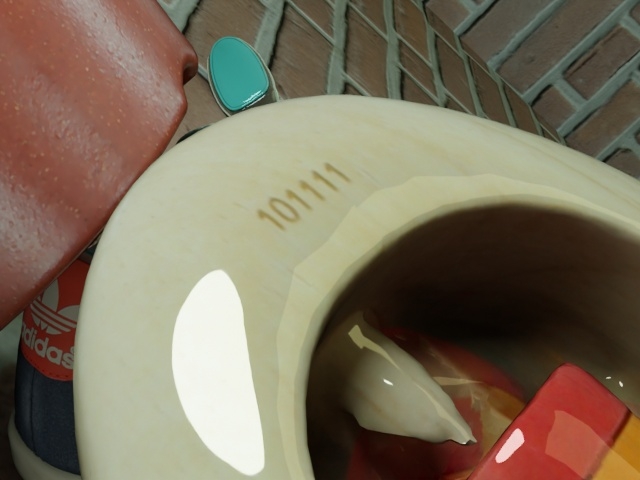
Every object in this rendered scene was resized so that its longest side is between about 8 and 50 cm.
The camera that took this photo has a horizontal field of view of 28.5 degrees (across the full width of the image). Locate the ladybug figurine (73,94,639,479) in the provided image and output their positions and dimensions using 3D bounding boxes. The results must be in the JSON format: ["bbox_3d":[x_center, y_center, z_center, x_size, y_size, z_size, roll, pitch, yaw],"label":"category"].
[{"bbox_3d":[0.100,0.139,0.439,0.449,0.162,0.305,43,51,14],"label":"ladybug figurine"}]

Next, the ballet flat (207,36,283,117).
[{"bbox_3d":[-0.055,-0.112,1.139,0.168,0.057,0.052,61,-5,28],"label":"ballet flat"}]

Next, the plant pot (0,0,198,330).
[{"bbox_3d":[-0.206,-0.095,0.472,0.265,0.272,0.272,47,16,-24],"label":"plant pot"}]

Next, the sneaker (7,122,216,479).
[{"bbox_3d":[0.000,0.000,0.627,0.131,0.148,0.350,23,35,30],"label":"sneaker"}]
